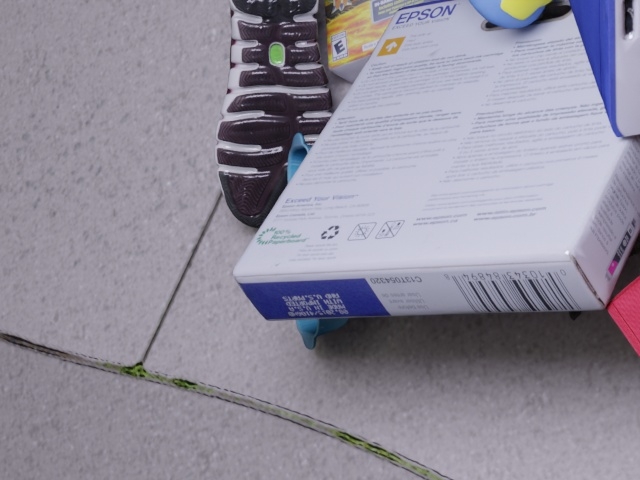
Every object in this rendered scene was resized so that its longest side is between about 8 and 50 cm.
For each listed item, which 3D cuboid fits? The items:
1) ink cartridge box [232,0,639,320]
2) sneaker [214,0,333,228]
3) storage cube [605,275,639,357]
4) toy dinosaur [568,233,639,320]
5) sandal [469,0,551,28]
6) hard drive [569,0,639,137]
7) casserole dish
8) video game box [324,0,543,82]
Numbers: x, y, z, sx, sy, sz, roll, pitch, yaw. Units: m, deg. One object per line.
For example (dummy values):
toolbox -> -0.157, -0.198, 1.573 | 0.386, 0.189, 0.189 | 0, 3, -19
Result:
ink cartridge box -> 0.133, -0.076, 1.522 | 0.324, 0.071, 0.330 | -4, 42, 41
sneaker -> -0.040, -0.162, 1.780 | 0.162, 0.106, 0.281 | -97, 11, -72
storage cube -> 0.355, 0.074, 1.344 | 0.193, 0.184, 0.215 | -43, 54, 16
toy dinosaur -> 0.283, -0.047, 1.517 | 0.268, 0.064, 0.118 | -30, 66, 30
sandal -> 0.101, -0.271, 1.622 | 0.138, 0.126, 0.317 | -44, 40, 20
hard drive -> 0.196, -0.258, 1.414 | 0.040, 0.210, 0.318 | -9, 44, 0
casserole dish -> 0.000, 0.000, 1.680 | 0.114, 0.037, 0.188 | 176, 92, -79
video game box -> 0.095, -0.259, 1.732 | 0.205, 0.048, 0.187 | -17, 64, 32
